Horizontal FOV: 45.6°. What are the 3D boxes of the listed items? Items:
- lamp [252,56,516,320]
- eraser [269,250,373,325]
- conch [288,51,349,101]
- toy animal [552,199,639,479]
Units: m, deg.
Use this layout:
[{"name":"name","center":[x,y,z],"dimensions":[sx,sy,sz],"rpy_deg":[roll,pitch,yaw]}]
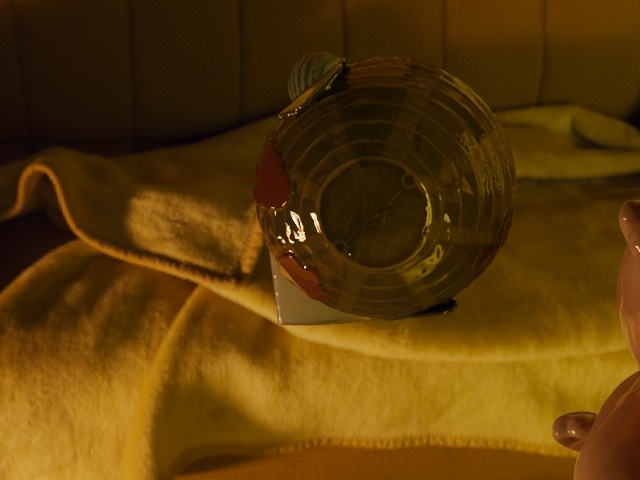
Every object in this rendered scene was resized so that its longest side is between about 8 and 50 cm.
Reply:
[{"name":"lamp","center":[0.064,-0.058,0.747],"dimensions":[0.250,0.250,0.284],"rpy_deg":[7,17,9]},{"name":"eraser","center":[0.000,0.000,1.266],"dimensions":[0.174,0.270,0.095],"rpy_deg":[-5,5,17]},{"name":"conch","center":[0.002,-0.258,1.326],"dimensions":[0.153,0.135,0.102],"rpy_deg":[-22,16,35]},{"name":"toy animal","center":[0.289,0.166,0.576],"dimensions":[0.345,0.247,0.277],"rpy_deg":[48,42,-2]}]
